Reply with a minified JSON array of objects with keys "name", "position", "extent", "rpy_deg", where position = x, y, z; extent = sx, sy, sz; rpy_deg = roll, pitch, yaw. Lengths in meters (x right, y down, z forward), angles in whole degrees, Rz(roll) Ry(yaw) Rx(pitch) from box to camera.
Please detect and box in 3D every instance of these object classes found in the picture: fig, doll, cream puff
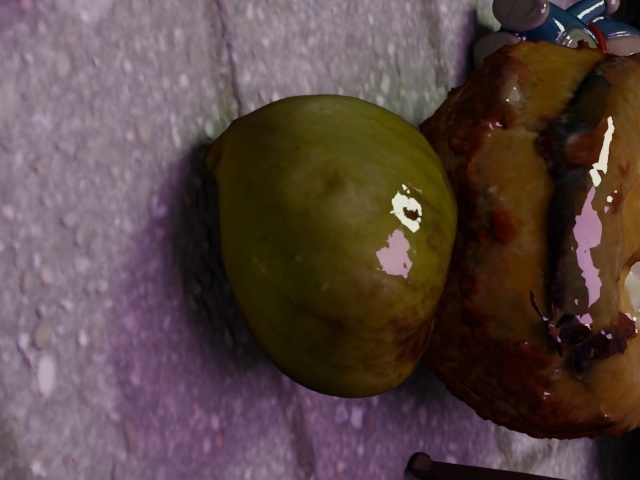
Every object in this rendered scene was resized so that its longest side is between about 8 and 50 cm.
[{"name":"fig","position":[0.012,0.002,0.844],"extent":[0.136,0.121,0.153],"rpy_deg":[95,-17,-72]},{"name":"doll","position":[0.164,-0.106,1.090],"extent":[0.152,0.085,0.114],"rpy_deg":[26,91,-40]},{"name":"cream puff","position":[0.128,-0.001,0.972],"extent":[0.240,0.164,0.240],"rpy_deg":[-28,122,-58]}]

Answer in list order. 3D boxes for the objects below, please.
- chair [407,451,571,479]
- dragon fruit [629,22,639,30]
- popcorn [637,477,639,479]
[{"name":"chair","position":[0.189,0.237,0.905],"extent":[0.175,0.326,0.183],"rpy_deg":[56,47,-38]},{"name":"dragon fruit","position":[0.322,-0.193,1.200],"extent":[0.227,0.224,0.224],"rpy_deg":[5,85,-49]},{"name":"popcorn","position":[0.277,0.109,1.184],"extent":[0.168,0.173,0.195],"rpy_deg":[84,-19,-80]}]
